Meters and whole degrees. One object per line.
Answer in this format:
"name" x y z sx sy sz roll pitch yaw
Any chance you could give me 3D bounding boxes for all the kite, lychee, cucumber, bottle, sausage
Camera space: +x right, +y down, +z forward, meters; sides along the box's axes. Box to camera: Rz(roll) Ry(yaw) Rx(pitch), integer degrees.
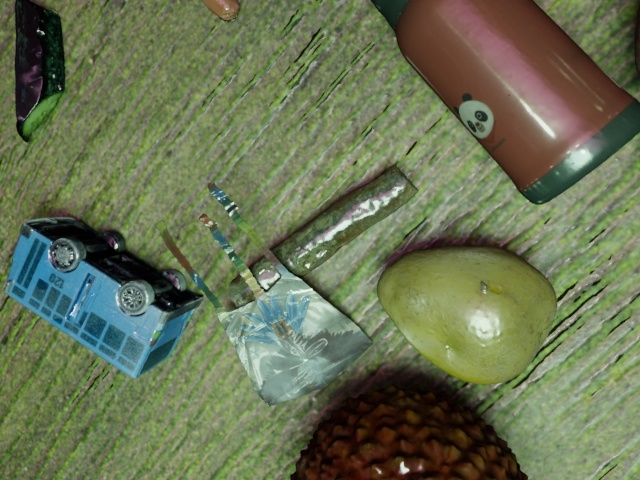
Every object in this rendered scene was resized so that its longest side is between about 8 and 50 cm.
"kite" -0.084 0.083 0.651 0.169 0.015 0.310 -37 106 11
"lychee" 0.101 0.296 0.552 0.276 0.304 0.275 3 79 -18
"cucumber" -0.413 -0.254 0.751 0.071 0.046 0.220 -2 92 5
"bottle" 0.183 -0.207 0.567 0.144 0.144 0.336 -41 84 11
"sausage" -0.167 -0.376 0.691 0.043 0.043 0.186 -31 86 12

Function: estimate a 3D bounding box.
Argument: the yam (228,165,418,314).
"yam" 0.000 0.000 0.662 0.274 0.061 0.061 -36 85 11

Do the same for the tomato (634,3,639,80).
"tomato" 0.454 -0.204 0.443 0.317 0.282 0.316 2 109 6

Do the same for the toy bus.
"toy bus" -0.299 0.071 0.701 0.234 0.116 0.133 30 102 8

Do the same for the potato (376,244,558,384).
"potato" 0.164 0.073 0.595 0.194 0.157 0.157 23 97 24
